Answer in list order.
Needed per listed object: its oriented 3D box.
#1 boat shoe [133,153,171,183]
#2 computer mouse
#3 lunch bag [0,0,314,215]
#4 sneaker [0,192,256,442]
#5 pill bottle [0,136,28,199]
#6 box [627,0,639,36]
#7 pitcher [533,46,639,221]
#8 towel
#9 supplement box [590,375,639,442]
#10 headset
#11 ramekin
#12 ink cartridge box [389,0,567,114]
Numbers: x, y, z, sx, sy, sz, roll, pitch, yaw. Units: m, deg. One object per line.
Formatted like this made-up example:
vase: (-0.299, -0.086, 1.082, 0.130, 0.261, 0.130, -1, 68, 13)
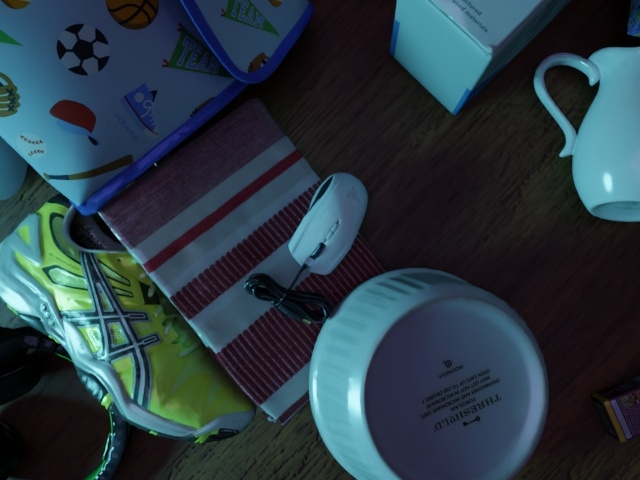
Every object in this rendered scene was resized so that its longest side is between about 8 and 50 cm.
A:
boat shoe: (-0.212, -0.042, 0.761, 0.064, 0.060, 0.178, -15, 87, 3)
computer mouse: (0.000, 0.000, 0.689, 0.106, 0.042, 0.193, 32, 76, -13)
lunch bag: (-0.223, -0.276, 0.628, 0.385, 0.239, 0.328, -40, 126, -9)
sneaker: (-0.228, 0.092, 0.707, 0.384, 0.145, 0.147, 37, 101, 3)
pill bottle: (-0.529, -0.119, 0.740, 0.264, 0.153, 0.153, 4, 88, 4)
box: (0.527, -0.351, 0.626, 0.290, 0.177, 0.279, 16, 70, 5)
pitcher: (0.347, -0.134, 0.704, 0.178, 0.125, 0.207, 5, 77, 18)
towel: (-0.068, 0.023, 0.706, 0.237, 0.037, 0.329, -40, 98, -17)
supplement box: (0.388, 0.203, 0.716, 0.083, 0.043, 0.055, -22, 86, 4)
headset: (-0.442, 0.213, 0.751, 0.394, 0.185, 0.243, 15, 92, -11)
ramekin: (0.128, 0.164, 0.660, 0.273, 0.127, 0.273, 1, 84, -13)
ink cartridge box: (0.233, -0.317, 0.660, 0.307, 0.223, 0.129, -45, 85, 1)
